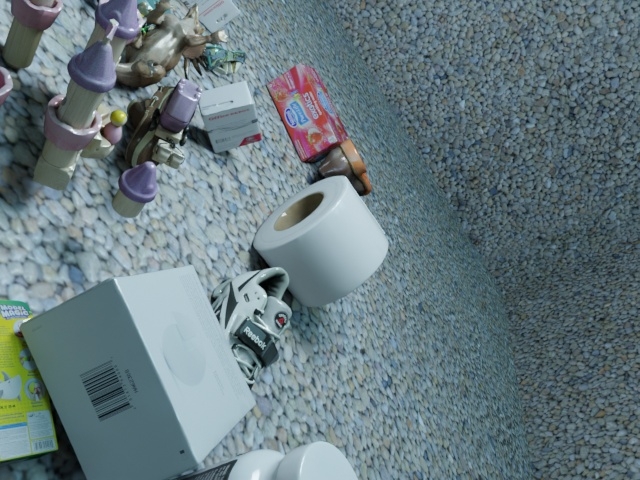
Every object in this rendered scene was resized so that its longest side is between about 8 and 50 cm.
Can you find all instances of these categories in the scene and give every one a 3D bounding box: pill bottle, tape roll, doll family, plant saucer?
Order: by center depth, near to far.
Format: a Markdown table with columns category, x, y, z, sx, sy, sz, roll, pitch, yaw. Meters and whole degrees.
| category | x | y | z | sx | sy | sz | roll | pitch | yaw |
| --- | --- | --- | --- | --- | --- | --- | --- | --- | --- |
| pill bottle | -0.096 | 0.334 | 0.691 | 0.162 | 0.278 | 0.162 | 45 | 29 | -35 |
| doll family | -0.383 | -0.443 | 1.188 | 0.193 | 0.076 | 0.111 | 39 | 37 | -36 |
| tape roll | 0.000 | 0.000 | 1.299 | 0.169 | 0.246 | 0.246 | 53 | 25 | -22 |
| plant saucer | -0.373 | -0.530 | 1.356 | 0.119 | 0.021 | 0.119 | 47 | 29 | -35 |

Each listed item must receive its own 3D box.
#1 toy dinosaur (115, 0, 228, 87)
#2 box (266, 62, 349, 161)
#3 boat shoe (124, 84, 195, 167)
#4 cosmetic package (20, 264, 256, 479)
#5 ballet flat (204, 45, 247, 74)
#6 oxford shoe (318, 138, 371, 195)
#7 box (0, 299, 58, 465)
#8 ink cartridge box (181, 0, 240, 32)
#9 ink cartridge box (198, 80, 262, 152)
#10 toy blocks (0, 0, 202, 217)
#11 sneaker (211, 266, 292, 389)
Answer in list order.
| category | x | y | z | sx | sy | sz | roll | pitch | yaw |
| --- | --- | --- | --- | --- | --- | --- | --- | --- | --- |
| toy dinosaur | -0.307 | -0.355 | 1.154 | 0.295 | 0.200 | 0.127 | -39 | 99 | -23 |
| box | -0.033 | -0.368 | 1.766 | 0.257 | 0.128 | 0.122 | 66 | 23 | 4 |
| boat shoe | -0.309 | -0.211 | 1.097 | 0.095 | 0.095 | 0.257 | 23 | 32 | -5 |
| cosmetic package | -0.212 | 0.163 | 0.761 | 0.224 | 0.138 | 0.224 | 65 | 11 | 4 |
| ballet flat | -0.239 | -0.448 | 1.521 | 0.070 | 0.070 | 0.188 | 63 | 25 | -1 |
| oxford shoe | 0.067 | -0.197 | 1.828 | 0.130 | 0.133 | 0.364 | 62 | 3 | 16 |
| box | -0.353 | 0.149 | 0.650 | 0.105 | 0.043 | 0.179 | 16 | 53 | -60 |
| ink cartridge box | -0.295 | -0.628 | 1.521 | 0.180 | 0.104 | 0.060 | 44 | 28 | -39 |
| ink cartridge box | -0.189 | -0.257 | 1.267 | 0.150 | 0.109 | 0.063 | 87 | -14 | -69 |
| toy blocks | -0.283 | -0.231 | 0.815 | 0.309 | 0.260 | 0.288 | 24 | 39 | -25 |
| sneaker | -0.124 | 0.156 | 1.002 | 0.122 | 0.146 | 0.330 | 51 | 27 | -30 |
